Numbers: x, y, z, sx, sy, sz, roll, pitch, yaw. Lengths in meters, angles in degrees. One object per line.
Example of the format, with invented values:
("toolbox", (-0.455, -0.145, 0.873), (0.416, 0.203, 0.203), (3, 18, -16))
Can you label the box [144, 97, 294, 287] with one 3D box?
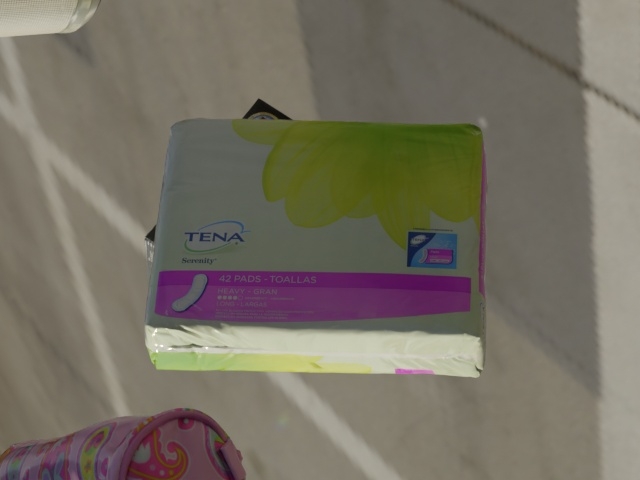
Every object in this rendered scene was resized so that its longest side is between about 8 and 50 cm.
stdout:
("box", (-0.113, -0.014, 1.906), (0.060, 0.216, 0.270), (34, 159, 11))

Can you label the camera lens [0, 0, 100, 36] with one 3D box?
("camera lens", (-0.383, -0.331, 1.814), (0.219, 0.274, 0.219), (25, 119, 58))

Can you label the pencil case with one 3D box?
("pencil case", (-0.166, 0.201, 1.300), (0.284, 0.124, 0.124), (-20, 100, 57))

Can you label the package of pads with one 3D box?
("package of pads", (0.000, 0.000, 1.473), (0.101, 0.297, 0.229), (82, -170, -59))
